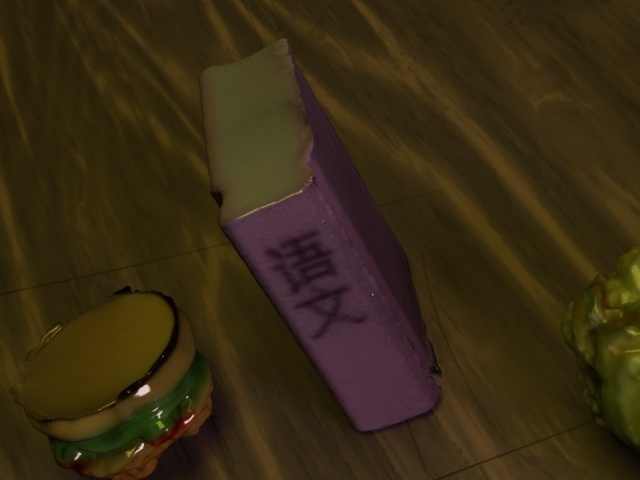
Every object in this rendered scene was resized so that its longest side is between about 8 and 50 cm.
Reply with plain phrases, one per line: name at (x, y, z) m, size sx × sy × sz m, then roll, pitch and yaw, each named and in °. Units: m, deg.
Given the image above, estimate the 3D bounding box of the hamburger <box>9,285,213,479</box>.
hamburger at (-0.226, 0.181, 1.771) m, size 0.237 × 0.149 × 0.237 m, roll -19°, pitch 32°, yaw 13°

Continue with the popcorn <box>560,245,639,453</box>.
popcorn at (0.375, 0.122, 1.485) m, size 0.225 × 0.174 × 0.286 m, roll -23°, pitch 40°, yaw -6°

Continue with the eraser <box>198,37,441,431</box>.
eraser at (0.000, 0.000, 1.671) m, size 0.122 × 0.359 × 0.272 m, roll -23°, pitch 41°, yaw 8°
